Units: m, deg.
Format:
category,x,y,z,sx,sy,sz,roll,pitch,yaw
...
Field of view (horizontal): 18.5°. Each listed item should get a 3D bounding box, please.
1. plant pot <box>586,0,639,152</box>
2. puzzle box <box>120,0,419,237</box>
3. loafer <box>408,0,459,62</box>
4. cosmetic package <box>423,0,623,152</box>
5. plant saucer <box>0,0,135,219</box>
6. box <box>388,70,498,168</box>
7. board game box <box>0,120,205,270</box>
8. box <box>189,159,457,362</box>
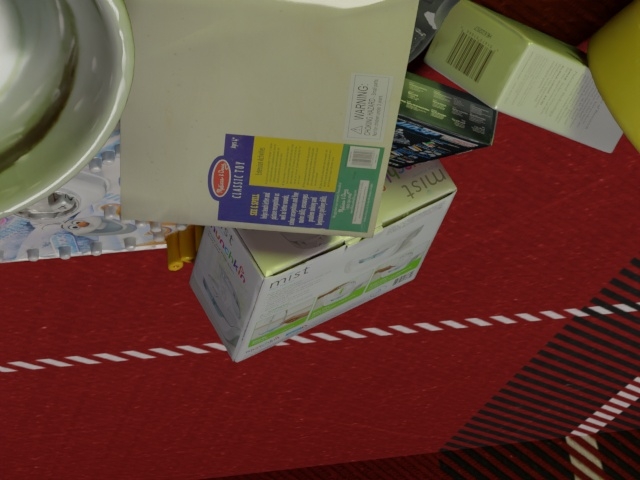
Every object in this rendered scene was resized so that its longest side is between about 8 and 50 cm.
category,x,y,z,sx,sy,sz,roll,pitch,yaw
plant pot,0.444,-0.187,2.014,0.239,0.254,0.254,-42,147,27
puzzle box,-0.060,-0.143,1.907,0.272,0.052,0.409,4,146,-4
loafer,0.119,-0.275,1.836,0.109,0.095,0.302,31,139,-17
cosmetic package,0.228,-0.172,2.065,0.231,0.117,0.085,12,112,-50
plant saucer,-0.366,-0.172,1.709,0.401,0.100,0.400,-8,137,-8
box,0.047,-0.137,2.068,0.220,0.051,0.175,16,165,-29
board game box,-0.310,-0.041,2.204,0.390,0.050,0.390,-5,158,-1
box,0.000,0.000,2.282,0.262,0.126,0.231,-25,159,-21
